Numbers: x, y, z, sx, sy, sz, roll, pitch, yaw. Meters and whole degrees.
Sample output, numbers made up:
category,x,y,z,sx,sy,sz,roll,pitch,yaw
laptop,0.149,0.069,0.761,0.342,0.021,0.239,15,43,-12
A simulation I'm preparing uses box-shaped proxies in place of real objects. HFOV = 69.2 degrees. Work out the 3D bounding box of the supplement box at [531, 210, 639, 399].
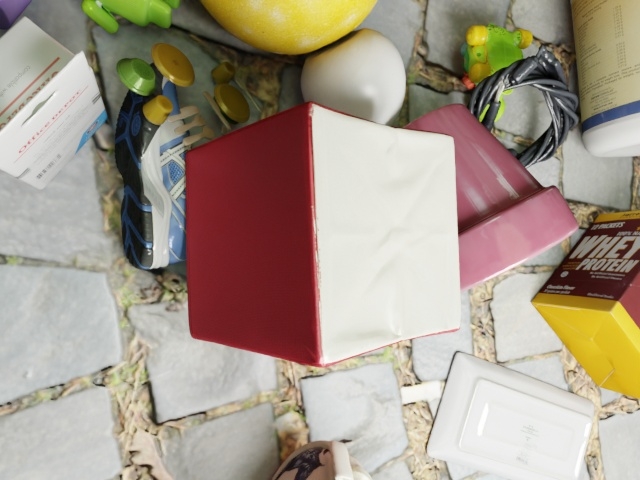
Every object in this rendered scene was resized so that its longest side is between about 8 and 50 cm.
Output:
category,x,y,z,sx,sy,sz,roll,pitch,yaw
supplement box,0.453,0.090,0.662,0.194,0.129,0.191,-45,102,-15

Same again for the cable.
category,x,y,z,sx,sy,sz,roll,pitch,yaw
cable,0.262,-0.148,0.607,0.150,0.047,0.184,-43,134,7

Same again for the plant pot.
category,x,y,z,sx,sy,sz,roll,pitch,yaw
plant pot,0.153,-0.045,0.536,0.201,0.201,0.180,-26,81,-19

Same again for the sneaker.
category,x,y,z,sx,sy,sz,roll,pitch,yaw
sneaker,-0.161,-0.076,0.484,0.081,0.080,0.211,0,88,-43

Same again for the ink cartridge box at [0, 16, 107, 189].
category,x,y,z,sx,sy,sz,roll,pitch,yaw
ink cartridge box,-0.244,-0.110,0.389,0.060,0.180,0.104,40,76,-15

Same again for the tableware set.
category,x,y,z,sx,sy,sz,roll,pitch,yaw
tableware set,-0.128,-0.151,0.469,0.104,0.024,0.154,55,34,-11

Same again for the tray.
category,x,y,z,sx,sy,sz,roll,pitch,yaw
tray,0.282,0.264,0.649,0.270,0.030,0.145,23,82,-18

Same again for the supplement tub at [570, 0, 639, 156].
category,x,y,z,sx,sy,sz,roll,pitch,yaw
supplement tub,0.471,-0.287,0.626,0.228,0.228,0.316,-5,91,-20

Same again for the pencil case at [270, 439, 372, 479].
category,x,y,z,sx,sy,sz,roll,pitch,yaw
pencil case,0.104,0.394,0.510,0.410,0.160,0.183,44,92,-13

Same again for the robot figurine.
category,x,y,z,sx,sy,sz,roll,pitch,yaw
robot figurine,-0.202,-0.265,0.469,0.115,0.067,0.101,23,86,-17

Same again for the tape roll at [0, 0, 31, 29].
category,x,y,z,sx,sy,sz,roll,pitch,yaw
tape roll,-0.316,-0.268,0.363,0.189,0.189,0.080,33,78,-16

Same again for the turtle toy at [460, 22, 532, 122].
category,x,y,z,sx,sy,sz,roll,pitch,yaw
turtle toy,0.229,-0.225,0.623,0.095,0.066,0.130,-3,90,-18

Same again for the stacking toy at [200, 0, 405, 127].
category,x,y,z,sx,sy,sz,roll,pitch,yaw
stacking toy,-0.046,-0.311,0.451,0.350,0.350,0.480,-37,120,-17

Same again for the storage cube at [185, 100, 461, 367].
category,x,y,z,sx,sy,sz,roll,pitch,yaw
storage cube,0.000,0.000,0.441,0.183,0.193,0.215,-1,87,-42
